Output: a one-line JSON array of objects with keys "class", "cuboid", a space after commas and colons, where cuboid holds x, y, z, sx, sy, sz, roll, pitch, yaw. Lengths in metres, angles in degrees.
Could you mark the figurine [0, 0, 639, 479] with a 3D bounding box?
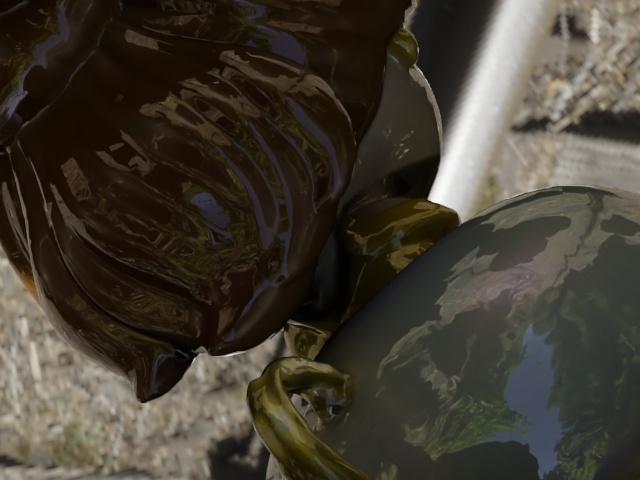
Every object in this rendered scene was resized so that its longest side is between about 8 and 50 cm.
[{"class": "figurine", "cuboid": [0.000, 0.000, 0.434, 0.142, 0.263, 0.189, -49, 163, 15]}]
